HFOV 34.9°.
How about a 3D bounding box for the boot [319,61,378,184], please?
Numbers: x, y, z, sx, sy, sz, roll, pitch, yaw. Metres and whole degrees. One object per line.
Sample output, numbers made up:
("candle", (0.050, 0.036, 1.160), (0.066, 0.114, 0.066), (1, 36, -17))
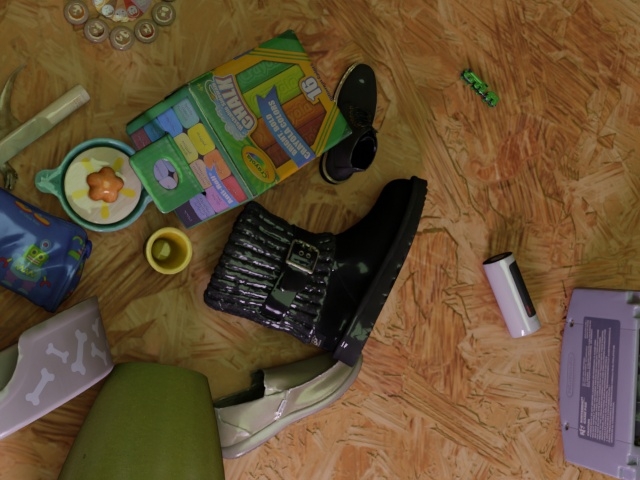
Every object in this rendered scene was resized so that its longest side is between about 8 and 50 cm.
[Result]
("boot", (0.067, -0.186, 1.572), (0.077, 0.137, 0.198), (12, 84, -17))

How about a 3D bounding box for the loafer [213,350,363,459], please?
("loafer", (-0.055, 0.226, 1.545), (0.268, 0.102, 0.092), (-34, 105, -15))

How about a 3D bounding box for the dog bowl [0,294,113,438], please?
("dog bowl", (-0.425, 0.193, 1.312), (0.349, 0.349, 0.102), (-28, 94, -16))

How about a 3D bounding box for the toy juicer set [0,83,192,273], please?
("toy juicer set", (-0.295, -0.112, 1.467), (0.329, 0.089, 0.209), (33, 79, -20))

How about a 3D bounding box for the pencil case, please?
("pencil case", (-0.462, -0.026, 1.410), (0.306, 0.119, 0.133), (33, 103, -15))

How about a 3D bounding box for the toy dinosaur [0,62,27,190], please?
("toy dinosaur", (-0.467, -0.165, 1.458), (0.093, 0.053, 0.183), (0, 96, -33))

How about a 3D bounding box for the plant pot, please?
("plant pot", (-0.246, 0.327, 1.423), (0.275, 0.275, 0.293), (11, 71, -17))

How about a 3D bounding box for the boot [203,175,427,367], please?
("boot", (0.000, -0.001, 1.555), (0.260, 0.131, 0.348), (26, 61, 4))

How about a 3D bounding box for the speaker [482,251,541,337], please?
("speaker", (0.317, 0.091, 1.691), (0.055, 0.055, 0.136), (-24, 96, -17))

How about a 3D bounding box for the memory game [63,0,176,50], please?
("memory game", (-0.301, -0.377, 1.524), (0.186, 0.012, 0.186), (0, 89, -18))

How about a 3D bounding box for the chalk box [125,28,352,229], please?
("chalk box", (-0.135, -0.143, 1.433), (0.289, 0.179, 0.180), (-39, 102, -41))

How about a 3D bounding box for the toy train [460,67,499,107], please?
("toy train", (0.266, -0.256, 1.700), (0.083, 0.017, 0.023), (43, 68, -12))

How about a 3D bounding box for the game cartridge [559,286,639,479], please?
("game cartridge", (0.465, 0.225, 1.659), (0.062, 0.198, 0.297), (4, 89, -17))
